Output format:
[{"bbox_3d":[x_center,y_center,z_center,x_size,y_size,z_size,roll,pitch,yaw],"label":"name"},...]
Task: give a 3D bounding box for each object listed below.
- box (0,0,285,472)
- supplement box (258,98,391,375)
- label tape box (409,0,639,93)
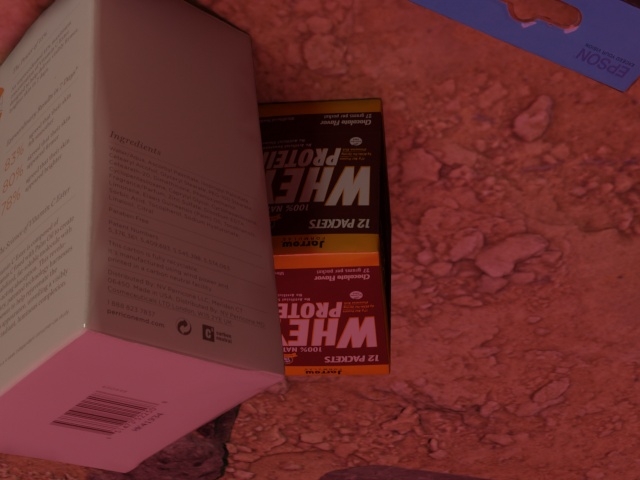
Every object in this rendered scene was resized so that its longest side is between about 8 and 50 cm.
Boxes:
[{"bbox_3d":[-0.172,-0.017,0.810,0.168,0.345,0.215,21,139,-37],"label":"box"},{"bbox_3d":[0.000,0.000,0.949,0.129,0.194,0.191,-2,139,6],"label":"supplement box"},{"bbox_3d":[0.211,-0.284,0.665,0.241,0.105,0.333,19,138,-17],"label":"label tape box"}]
